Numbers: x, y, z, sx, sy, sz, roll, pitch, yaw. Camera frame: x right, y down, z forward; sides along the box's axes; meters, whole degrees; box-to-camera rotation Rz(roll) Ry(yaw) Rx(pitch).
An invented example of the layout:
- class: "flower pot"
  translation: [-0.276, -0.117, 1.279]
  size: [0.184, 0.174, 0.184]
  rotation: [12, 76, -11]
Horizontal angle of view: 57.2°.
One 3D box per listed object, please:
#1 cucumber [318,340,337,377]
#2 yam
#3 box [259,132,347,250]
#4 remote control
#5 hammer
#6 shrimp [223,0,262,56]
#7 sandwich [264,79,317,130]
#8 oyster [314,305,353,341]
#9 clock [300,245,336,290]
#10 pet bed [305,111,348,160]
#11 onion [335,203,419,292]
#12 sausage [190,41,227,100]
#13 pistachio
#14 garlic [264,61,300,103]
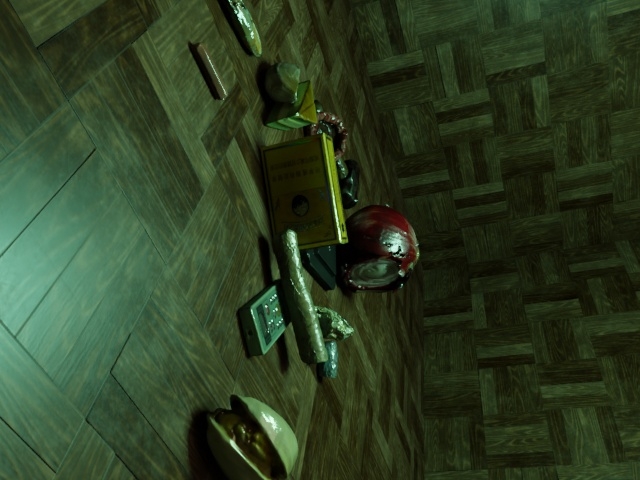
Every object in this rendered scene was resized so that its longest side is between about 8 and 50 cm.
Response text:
- class: "cucumber"
  translation: [0.024, 0.365, 1.792]
  size: [0.064, 0.064, 0.112]
  rotation: [43, 40, -63]
- class: "yam"
  translation: [-0.056, 0.147, 1.529]
  size: [0.081, 0.081, 0.357]
  rotation: [-12, 88, -73]
- class: "box"
  translation: [-0.047, -0.125, 1.612]
  size: [0.084, 0.193, 0.301]
  rotation: [1, 79, -72]
- class: "remote control"
  translation: [-0.122, 0.182, 1.458]
  size: [0.285, 0.038, 0.123]
  rotation: [-33, 112, -72]
- class: "hammer"
  translation: [0.052, -0.344, 2.248]
  size: [0.242, 0.095, 0.409]
  rotation: [-77, 149, -52]
- class: "shrimp"
  translation: [-0.215, -0.610, 1.601]
  size: [0.251, 0.052, 0.143]
  rotation: [65, 11, -61]
- class: "sandwich"
  translation: [-0.097, -0.412, 1.748]
  size: [0.187, 0.117, 0.144]
  rotation: [-14, 91, -71]
- class: "oyster"
  translation: [0.015, 0.254, 1.762]
  size: [0.191, 0.163, 0.081]
  rotation: [39, 68, -9]
- class: "clock"
  translation: [0.001, 0.000, 1.946]
  size: [0.279, 0.049, 0.273]
  rotation: [52, 32, -58]
- class: "pet bed"
  translation: [0.022, -0.372, 2.109]
  size: [0.201, 0.053, 0.201]
  rotation: [8, 79, -43]
- class: "onion"
  translation: [0.205, 0.024, 2.144]
  size: [0.341, 0.341, 0.341]
  rotation: [-10, 90, -73]
- class: "sausage"
  translation: [-0.254, -0.390, 1.361]
  size: [0.035, 0.030, 0.147]
  rotation: [-81, 155, -45]
- class: "pistachio"
  translation: [-0.133, 0.391, 1.138]
  size: [0.157, 0.157, 0.229]
  rotation: [-78, 147, -51]
- class: "garlic"
  translation: [-0.115, -0.472, 1.741]
  size: [0.195, 0.101, 0.087]
  rotation: [-91, -167, -51]
